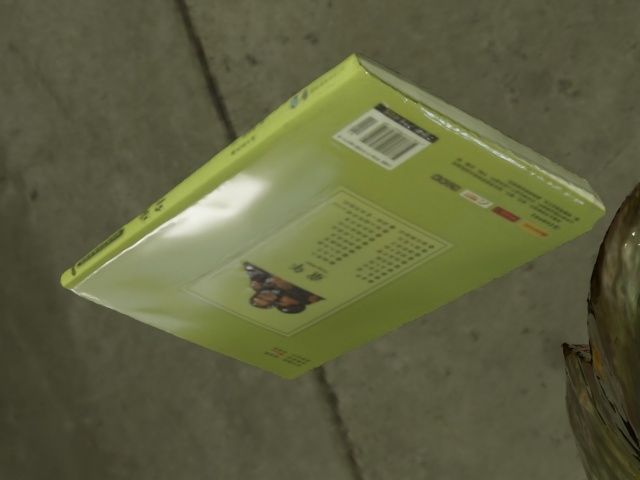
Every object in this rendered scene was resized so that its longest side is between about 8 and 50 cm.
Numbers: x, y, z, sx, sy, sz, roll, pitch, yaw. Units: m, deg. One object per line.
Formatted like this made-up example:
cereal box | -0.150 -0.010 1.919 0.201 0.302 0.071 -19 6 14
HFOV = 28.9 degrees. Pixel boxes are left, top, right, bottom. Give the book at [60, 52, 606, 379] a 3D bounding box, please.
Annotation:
book | 0.000 0.000 0.916 0.352 0.239 0.035 -31 46 40

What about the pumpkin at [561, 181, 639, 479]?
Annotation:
pumpkin | 0.142 0.115 0.390 0.258 0.095 0.290 79 178 -78
